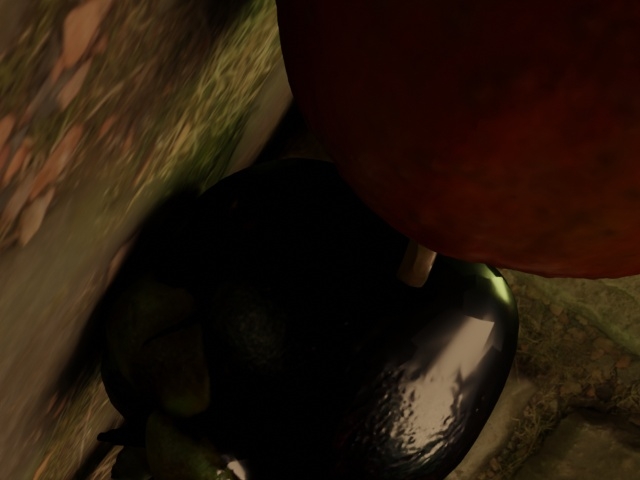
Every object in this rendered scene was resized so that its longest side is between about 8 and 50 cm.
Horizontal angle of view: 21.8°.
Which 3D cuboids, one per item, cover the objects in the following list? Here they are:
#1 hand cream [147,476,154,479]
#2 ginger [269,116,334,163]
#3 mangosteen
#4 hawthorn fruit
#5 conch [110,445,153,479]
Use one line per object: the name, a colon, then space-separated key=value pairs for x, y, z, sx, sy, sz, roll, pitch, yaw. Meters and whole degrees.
hand cream: x=-0.183 y=0.252 z=1.153 sx=0.270 sy=0.061 sz=0.120 roll=-36 pitch=164 yaw=-34
ginger: x=0.000 y=0.000 z=1.157 sx=0.270 sy=0.123 sz=0.219 roll=-51 pitch=159 yaw=0
mangosteen: x=-0.012 y=0.067 z=0.969 sx=0.243 sy=0.243 sz=0.243 roll=-57 pitch=174 yaw=-9
hawthorn fruit: x=0.106 y=-0.094 z=0.778 sx=0.287 sy=0.287 sz=0.330 roll=-51 pitch=171 yaw=-50
conch: x=-0.073 y=0.110 z=1.272 sx=0.116 sy=0.106 sz=0.173 roll=-27 pitch=136 yaw=-71
